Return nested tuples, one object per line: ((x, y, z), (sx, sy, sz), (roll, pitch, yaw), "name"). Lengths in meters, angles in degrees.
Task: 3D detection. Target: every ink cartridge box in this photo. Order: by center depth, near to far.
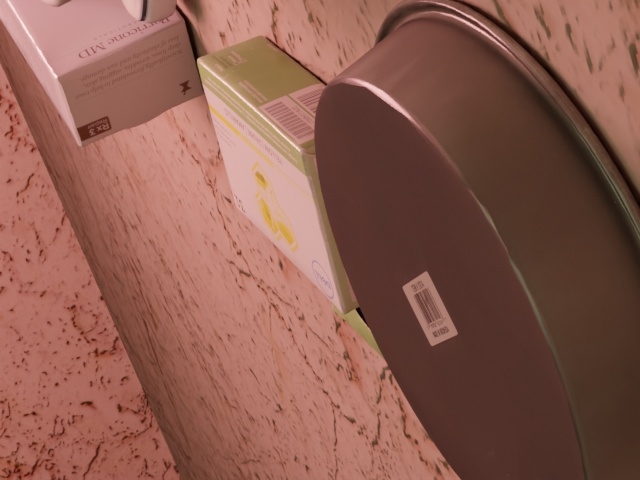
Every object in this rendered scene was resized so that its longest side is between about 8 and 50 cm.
((0.000, 0.000, 0.918), (0.171, 0.056, 0.235), (44, 153, 53), "ink cartridge box")

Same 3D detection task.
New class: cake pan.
((0.078, 0.027, 0.684), (0.293, 0.054, 0.293), (58, 164, 27), "cake pan")

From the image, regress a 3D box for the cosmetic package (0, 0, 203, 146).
((-0.201, -0.192, 1.178), (0.231, 0.117, 0.085), (51, 161, 40), "cosmetic package")

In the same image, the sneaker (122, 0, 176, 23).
((-0.179, -0.271, 1.015), (0.094, 0.091, 0.258), (40, 152, 58), "sneaker")

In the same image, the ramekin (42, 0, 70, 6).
((-0.146, -0.286, 0.794), (0.277, 0.135, 0.277), (57, 163, 28), "ramekin")
